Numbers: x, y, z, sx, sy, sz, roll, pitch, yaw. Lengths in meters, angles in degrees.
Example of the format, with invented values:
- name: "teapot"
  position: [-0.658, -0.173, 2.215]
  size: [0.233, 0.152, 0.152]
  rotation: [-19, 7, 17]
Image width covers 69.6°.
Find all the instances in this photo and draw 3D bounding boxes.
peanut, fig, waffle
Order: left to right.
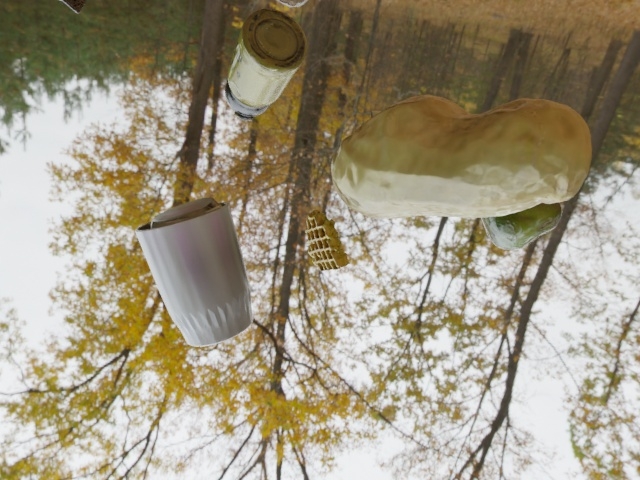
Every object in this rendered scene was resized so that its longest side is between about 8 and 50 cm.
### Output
- name: "waffle"
  position: [0.001, 0.000, 1.651]
  size: [0.057, 0.219, 0.229]
  rotation: [-22, -176, -24]
- name: "peanut"
  position: [0.139, -0.099, 0.541]
  size: [0.147, 0.148, 0.318]
  rotation: [-13, -169, -43]
- name: "fig"
  position: [0.507, -0.116, 1.260]
  size: [0.206, 0.206, 0.275]
  rotation: [-13, -118, -43]

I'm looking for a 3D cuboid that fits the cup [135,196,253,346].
- name: "cup"
  position: [-0.333, 0.083, 1.275]
  size: [0.253, 0.372, 0.253]
  rotation: [-13, -167, 3]

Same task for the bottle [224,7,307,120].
- name: "bottle"
  position: [-0.177, -0.465, 1.286]
  size: [0.171, 0.172, 0.351]
  rotation: [-1, 170, -24]

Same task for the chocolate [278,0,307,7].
- name: "chocolate"
  position: [-0.057, -0.914, 1.509]
  size: [0.185, 0.303, 0.100]
  rotation: [36, -169, 5]

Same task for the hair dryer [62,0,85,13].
- name: "hair dryer"
  position: [-0.597, -0.653, 1.032]
  size: [0.195, 0.077, 0.249]
  rotation: [39, -140, -44]

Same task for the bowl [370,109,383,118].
- name: "bowl"
  position: [0.271, -0.258, 1.524]
  size: [0.185, 0.354, 0.354]
  rotation: [-4, -158, 8]

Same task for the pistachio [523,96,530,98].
- name: "pistachio"
  position: [0.606, -0.372, 1.457]
  size: [0.210, 0.165, 0.130]
  rotation: [-37, -127, -25]
